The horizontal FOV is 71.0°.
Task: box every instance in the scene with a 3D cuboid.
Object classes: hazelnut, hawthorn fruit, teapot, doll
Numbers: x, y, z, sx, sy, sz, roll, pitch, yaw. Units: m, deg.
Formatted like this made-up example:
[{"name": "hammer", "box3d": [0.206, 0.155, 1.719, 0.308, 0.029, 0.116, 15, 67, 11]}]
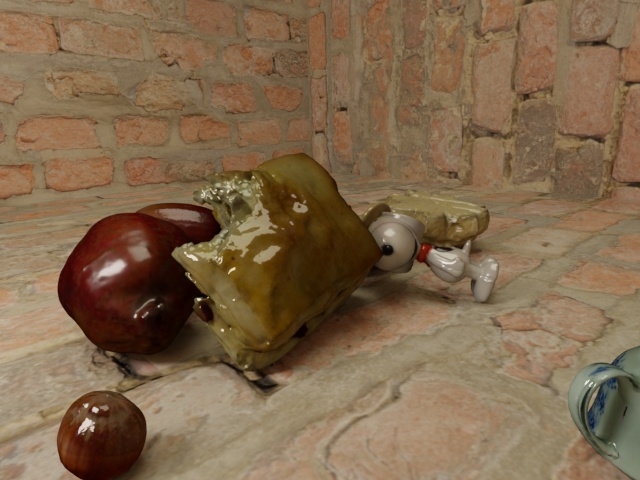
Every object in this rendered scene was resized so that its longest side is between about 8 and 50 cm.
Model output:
[{"name": "hazelnut", "box3d": [-0.278, 0.021, 0.872, 0.181, 0.212, 0.181, -27, 58, -34]}, {"name": "hawthorn fruit", "box3d": [-0.271, 0.068, 0.663, 0.208, 0.208, 0.248, -8, 18, -26]}, {"name": "teapot", "box3d": [0.342, 0.150, 0.420, 0.232, 0.159, 0.159, -3, 15, -6]}, {"name": "doll", "box3d": [0.193, 0.030, 0.885, 0.271, 0.144, 0.208, 16, 14, -10]}, {"name": "hazelnut", "box3d": [-0.214, 0.190, 0.439, 0.086, 0.086, 0.086, -1, 15, 0]}]

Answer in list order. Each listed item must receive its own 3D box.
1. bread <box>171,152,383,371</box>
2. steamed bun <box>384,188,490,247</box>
[{"name": "bread", "box3d": [-0.066, -0.004, 0.730, 0.314, 0.191, 0.370, 51, 32, 12]}, {"name": "steamed bun", "box3d": [0.297, -0.041, 1.189, 0.292, 0.137, 0.295, -5, 23, -31]}]
